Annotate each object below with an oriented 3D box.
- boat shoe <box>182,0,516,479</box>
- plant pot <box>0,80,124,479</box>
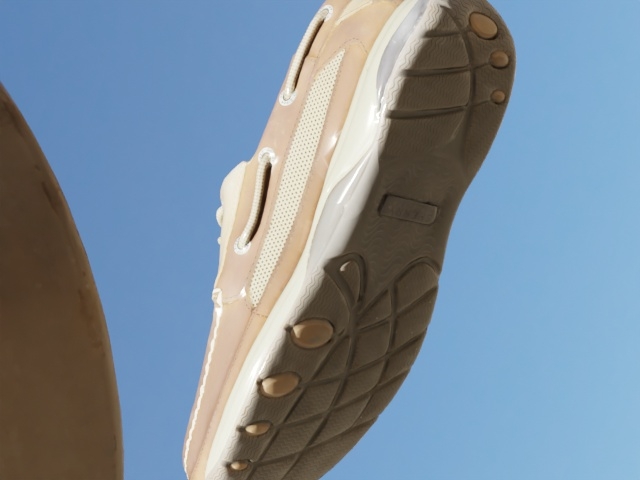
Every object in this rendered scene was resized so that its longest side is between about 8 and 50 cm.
[{"bbox_3d":[0.000,0.000,0.924,0.123,0.116,0.324,20,-83,-47],"label":"boat shoe"},{"bbox_3d":[-0.215,0.058,0.390,0.229,0.263,0.263,-18,-55,-54],"label":"plant pot"}]
